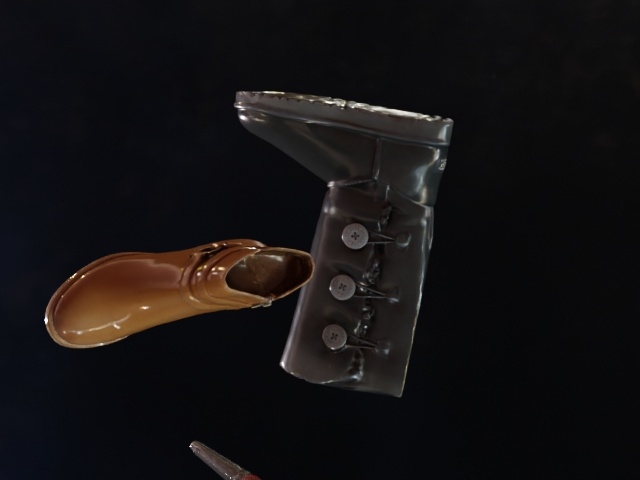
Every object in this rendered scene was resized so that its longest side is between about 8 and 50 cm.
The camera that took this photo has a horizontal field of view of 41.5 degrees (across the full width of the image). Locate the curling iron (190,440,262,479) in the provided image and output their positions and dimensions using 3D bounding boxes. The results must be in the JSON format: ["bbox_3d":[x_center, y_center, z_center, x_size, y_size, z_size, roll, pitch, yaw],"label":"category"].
[{"bbox_3d":[-0.104,0.362,1.212,0.274,0.068,0.035,26,-149,37],"label":"curling iron"}]

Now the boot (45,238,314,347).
[{"bbox_3d":[-0.115,0.038,0.698,0.197,0.073,0.152,-23,-168,-33],"label":"boot"}]

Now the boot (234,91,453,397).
[{"bbox_3d":[0.002,0.001,1.357,0.367,0.445,0.146,14,-165,21],"label":"boot"}]
